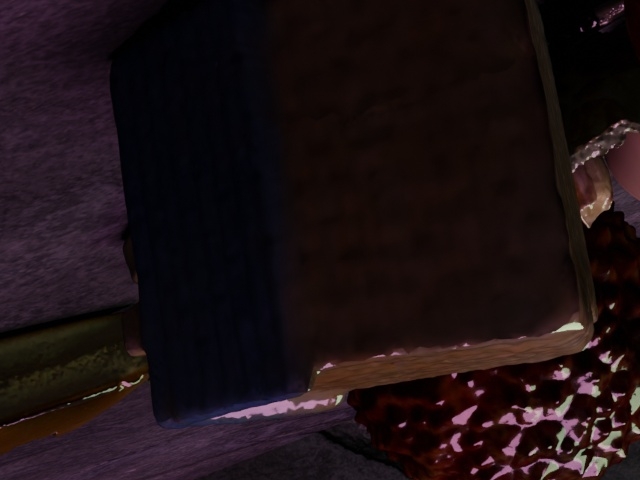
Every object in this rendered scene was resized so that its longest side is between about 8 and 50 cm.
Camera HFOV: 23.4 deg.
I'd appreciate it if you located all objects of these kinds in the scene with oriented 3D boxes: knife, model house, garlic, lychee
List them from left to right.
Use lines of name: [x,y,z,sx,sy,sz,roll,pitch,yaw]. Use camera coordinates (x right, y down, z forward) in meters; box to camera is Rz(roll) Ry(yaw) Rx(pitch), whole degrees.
model house: [0.022,-0.034,1.198,0.342,0.335,0.382,-12,167,11]
lychee: [0.227,0.142,1.963,0.424,0.425,0.500,-11,139,-35]
garlic: [0.229,-0.080,1.723,0.206,0.128,0.115,-11,-150,47]
knife: [0.348,-0.260,1.344,0.365,0.043,0.089,-27,-162,16]

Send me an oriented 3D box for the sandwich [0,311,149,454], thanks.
sandwich: [-0.318,0.167,1.856,0.235,0.122,0.128,-13,163,-30]

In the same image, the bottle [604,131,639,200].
bottle: [0.387,-0.130,1.552,0.173,0.206,0.297,-28,165,-2]

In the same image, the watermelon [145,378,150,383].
watermelon: [-0.190,0.125,1.941,0.101,0.155,0.080,7,145,17]

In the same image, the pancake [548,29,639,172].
pancake: [0.223,-0.105,1.428,0.197,0.054,0.376,-55,-156,-19]

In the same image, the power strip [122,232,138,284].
power strip: [-0.117,-0.030,1.506,0.092,0.066,0.387,-12,165,-24]

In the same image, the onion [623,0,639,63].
onion: [0.367,-0.196,1.179,0.276,0.276,0.276,-19,167,-5]
